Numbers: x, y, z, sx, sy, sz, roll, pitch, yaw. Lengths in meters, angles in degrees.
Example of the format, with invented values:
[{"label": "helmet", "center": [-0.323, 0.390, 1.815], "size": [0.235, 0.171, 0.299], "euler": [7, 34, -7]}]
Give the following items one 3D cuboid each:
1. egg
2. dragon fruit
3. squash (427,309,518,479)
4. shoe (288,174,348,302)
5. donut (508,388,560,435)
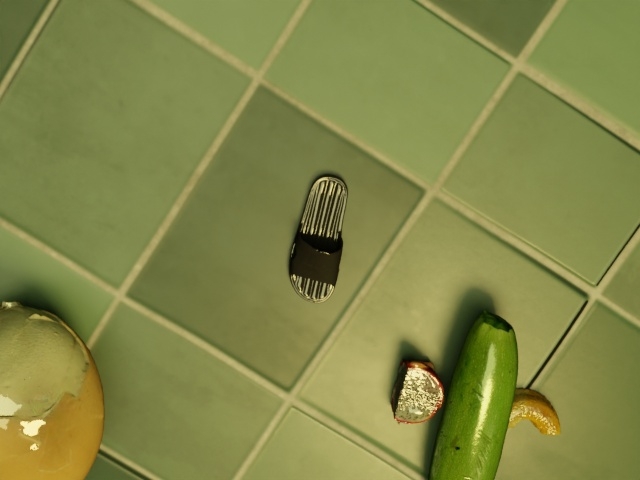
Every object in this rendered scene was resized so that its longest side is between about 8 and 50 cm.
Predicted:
[{"label": "egg", "center": [-0.350, 0.200, 1.401], "size": [0.201, 0.201, 0.244], "euler": [-12, 113, 0]}, {"label": "dragon fruit", "center": [0.123, 0.184, 1.487], "size": [0.060, 0.056, 0.083], "euler": [10, 103, -2]}, {"label": "squash", "center": [0.185, 0.229, 1.468], "size": [0.082, 0.082, 0.292], "euler": [10, 109, -4]}, {"label": "shoe", "center": [0.000, 0.000, 1.453], "size": [0.062, 0.053, 0.159], "euler": [10, 97, -7]}, {"label": "donut", "center": [0.261, 0.224, 1.508], "size": [0.067, 0.038, 0.083], "euler": [-41, 97, 2]}]
